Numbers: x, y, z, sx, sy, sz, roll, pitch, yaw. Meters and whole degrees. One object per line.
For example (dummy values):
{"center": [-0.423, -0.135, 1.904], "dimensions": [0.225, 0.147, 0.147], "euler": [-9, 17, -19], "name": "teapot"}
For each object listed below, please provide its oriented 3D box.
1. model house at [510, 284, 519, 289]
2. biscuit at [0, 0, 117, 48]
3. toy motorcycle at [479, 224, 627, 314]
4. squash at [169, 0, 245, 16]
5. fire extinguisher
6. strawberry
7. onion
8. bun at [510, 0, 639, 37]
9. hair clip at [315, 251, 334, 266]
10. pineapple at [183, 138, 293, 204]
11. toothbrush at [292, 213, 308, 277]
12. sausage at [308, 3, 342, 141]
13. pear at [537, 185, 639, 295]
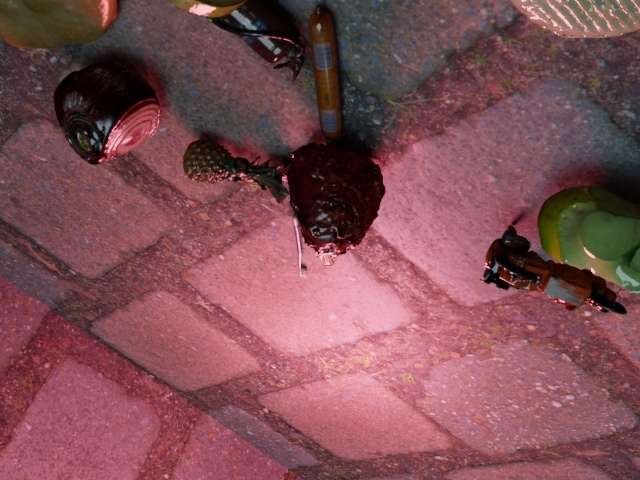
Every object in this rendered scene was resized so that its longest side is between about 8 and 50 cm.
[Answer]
{"center": [0.494, 0.094, 1.817], "dimensions": [0.058, 0.057, 0.083], "euler": [14, 131, -32], "name": "model house"}
{"center": [-0.644, -0.589, 1.540], "dimensions": [0.446, 0.104, 0.429], "euler": [9, 141, 21], "name": "biscuit"}
{"center": [0.524, 0.076, 1.634], "dimensions": [0.326, 0.221, 0.147], "euler": [21, 107, -2], "name": "toy motorcycle"}
{"center": [-0.214, -0.518, 1.271], "dimensions": [0.049, 0.252, 0.252], "euler": [-18, 127, 44], "name": "squash"}
{"center": [-0.157, -0.452, 1.449], "dimensions": [0.341, 0.105, 0.141], "euler": [40, 155, -20], "name": "fire extinguisher"}
{"center": [0.041, -0.107, 1.648], "dimensions": [0.220, 0.274, 0.274], "euler": [-20, 133, 4], "name": "strawberry"}
{"center": [-0.512, -0.329, 1.716], "dimensions": [0.206, 0.216, 0.207], "euler": [39, 133, 7], "name": "onion"}
{"center": [0.416, -0.469, 1.030], "dimensions": [0.360, 0.211, 0.359], "euler": [20, 154, 10], "name": "bun"}
{"center": [0.000, -0.006, 1.961], "dimensions": [0.062, 0.056, 0.214], "euler": [-6, 145, 11], "name": "hair clip"}
{"center": [-0.202, -0.172, 1.811], "dimensions": [0.277, 0.119, 0.130], "euler": [14, 124, 10], "name": "pineapple"}
{"center": [-0.057, 0.021, 2.047], "dimensions": [0.025, 0.019, 0.275], "euler": [9, 141, 11], "name": "toothbrush"}
{"center": [0.014, -0.343, 1.528], "dimensions": [0.053, 0.053, 0.348], "euler": [11, 142, 16], "name": "sausage"}
{"center": [0.600, -0.022, 1.495], "dimensions": [0.282, 0.286, 0.176], "euler": [25, 105, 32], "name": "pear"}
